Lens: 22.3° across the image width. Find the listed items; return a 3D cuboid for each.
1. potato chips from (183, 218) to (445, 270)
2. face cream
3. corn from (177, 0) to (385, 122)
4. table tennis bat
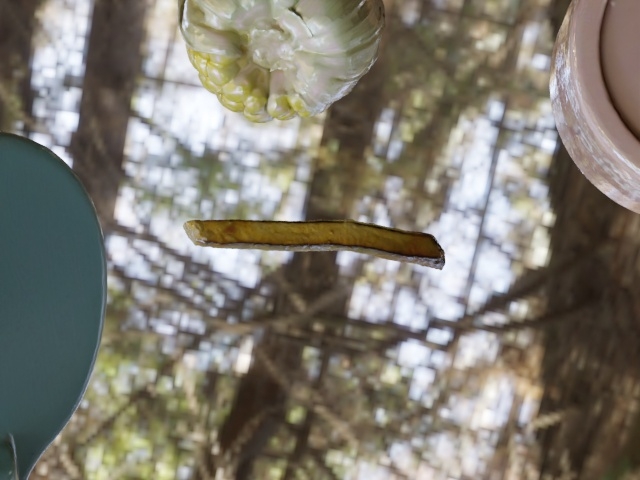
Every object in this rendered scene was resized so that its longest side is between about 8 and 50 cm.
[{"bbox_3d":[0.000,0.000,1.208,0.204,0.026,0.037,4,159,-15],"label":"potato chips"},{"bbox_3d":[0.189,-0.084,0.783,0.149,0.149,0.104,13,177,3],"label":"face cream"},{"bbox_3d":[-0.024,-0.165,1.070,0.123,0.122,0.305,-20,-158,6],"label":"corn"},{"bbox_3d":[-0.139,0.074,0.653,0.040,0.244,0.153,16,-151,35],"label":"table tennis bat"}]
